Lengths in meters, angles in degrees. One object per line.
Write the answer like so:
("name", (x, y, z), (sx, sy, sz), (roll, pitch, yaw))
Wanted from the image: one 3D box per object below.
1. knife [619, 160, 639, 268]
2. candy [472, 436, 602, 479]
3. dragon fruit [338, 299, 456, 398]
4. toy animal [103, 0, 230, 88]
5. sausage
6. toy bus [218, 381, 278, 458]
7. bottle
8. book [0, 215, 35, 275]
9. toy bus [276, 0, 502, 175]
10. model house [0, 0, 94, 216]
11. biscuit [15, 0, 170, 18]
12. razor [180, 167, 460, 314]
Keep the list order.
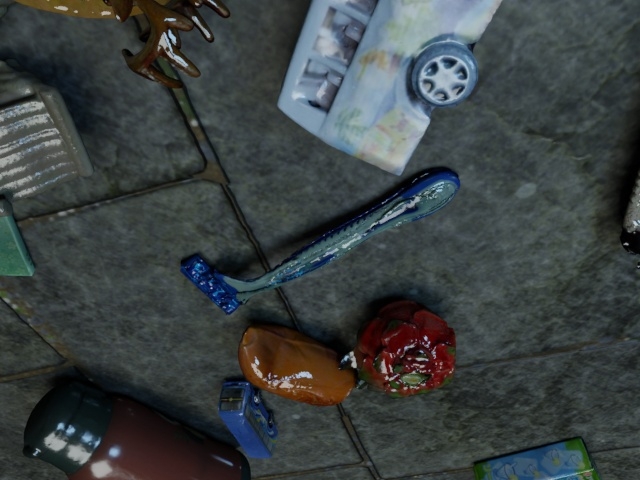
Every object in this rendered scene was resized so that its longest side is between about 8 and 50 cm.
("knife", (0.328, -0.121, 0.498), (0.089, 0.043, 0.365), (-28, 133, -20))
("candy", (0.379, 0.412, 0.970), (0.195, 0.062, 0.097), (-24, 128, 18))
("dragon fruit", (0.106, 0.139, 0.683), (0.130, 0.121, 0.142), (51, 148, -2))
("toy animal", (-0.111, -0.230, 0.306), (0.244, 0.087, 0.260), (-35, 133, 25))
("sausage", (-0.032, 0.163, 0.720), (0.179, 0.089, 0.089), (28, 126, -22))
("toy bus", (-0.107, 0.272, 0.837), (0.051, 0.061, 0.153), (-7, 134, 13))
("bottle", (-0.269, 0.325, 0.828), (0.144, 0.143, 0.336), (-33, 124, 26))
("book", (-0.382, -0.013, 0.601), (0.103, 0.017, 0.134), (2, 132, -3))
("toy bus", (0.082, -0.209, 0.374), (0.136, 0.109, 0.329), (23, 128, -6))
("model house", (-0.300, -0.106, 0.448), (0.188, 0.122, 0.229), (-9, 127, 2))
("biscuit", (-0.143, -0.230, 0.384), (0.221, 0.028, 0.142), (-28, 138, 15))
("razor", (0.000, 0.008, 0.601), (0.324, 0.056, 0.093), (-23, 127, 19))
